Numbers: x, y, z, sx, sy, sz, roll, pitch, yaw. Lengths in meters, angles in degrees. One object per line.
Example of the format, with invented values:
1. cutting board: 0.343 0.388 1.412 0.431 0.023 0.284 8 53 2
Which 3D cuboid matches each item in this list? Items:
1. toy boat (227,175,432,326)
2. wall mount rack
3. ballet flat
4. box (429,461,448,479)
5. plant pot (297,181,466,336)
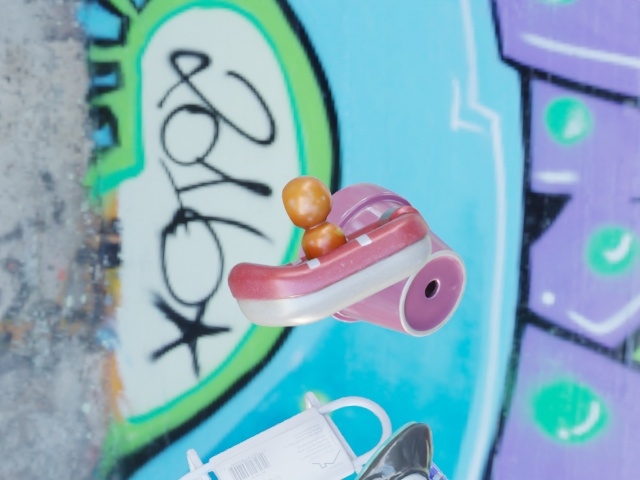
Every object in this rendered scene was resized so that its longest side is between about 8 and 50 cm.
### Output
1. toy boat: 0.000 0.000 1.196 0.151 0.231 0.151 65 -11 -3
2. wall mount rack: -0.031 0.385 1.517 0.350 0.304 0.131 -23 142 -18
3. ballet flat: 0.044 0.300 1.078 0.280 0.096 0.095 -39 140 -27
4. box: 0.164 0.351 1.589 0.028 0.081 0.136 -37 155 -9
5. plant pot: 0.097 0.041 1.501 0.201 0.180 0.201 -21 125 -34
